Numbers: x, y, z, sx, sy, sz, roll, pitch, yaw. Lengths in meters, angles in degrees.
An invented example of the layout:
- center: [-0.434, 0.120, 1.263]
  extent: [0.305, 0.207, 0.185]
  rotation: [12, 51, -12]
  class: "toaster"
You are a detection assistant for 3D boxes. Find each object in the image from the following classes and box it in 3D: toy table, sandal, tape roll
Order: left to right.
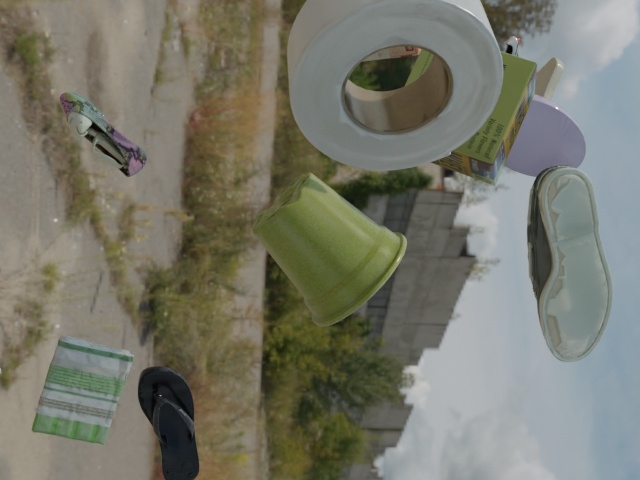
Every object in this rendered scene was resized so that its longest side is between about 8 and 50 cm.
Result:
- center: [-0.279, 0.355, 1.392]
  extent: [0.054, 0.097, 0.254]
  rotation: [-138, -147, -70]
  class: "sandal"
- center: [0.097, -0.228, 0.990]
  extent: [0.286, 0.286, 0.100]
  rotation: [92, -6, -48]
  class: "tape roll"
- center: [0.456, -0.270, 1.628]
  extent: [0.252, 0.274, 0.161]
  rotation: [-34, -145, 30]
  class: "toy table"

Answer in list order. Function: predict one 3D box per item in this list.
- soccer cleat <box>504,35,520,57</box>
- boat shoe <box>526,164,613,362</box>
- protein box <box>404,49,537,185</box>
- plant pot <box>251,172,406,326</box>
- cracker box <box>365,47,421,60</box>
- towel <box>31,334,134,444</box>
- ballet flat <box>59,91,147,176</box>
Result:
- center: [0.383, -0.365, 1.453]
  extent: [0.029, 0.035, 0.083]
  rotation: [34, -32, 48]
  class: "soccer cleat"
- center: [0.390, 0.035, 1.170]
  extent: [0.099, 0.116, 0.319]
  rotation: [-103, -176, -76]
  class: "boat shoe"
- center: [0.259, -0.238, 1.327]
  extent: [0.200, 0.201, 0.136]
  rotation: [-65, 161, -5]
  class: "protein box"
- center: [0.000, 0.000, 1.582]
  extent: [0.276, 0.254, 0.276]
  rotation: [-42, -167, 12]
  class: "plant pot"
- center: [0.132, -0.445, 1.553]
  extent: [0.156, 0.232, 0.067]
  rotation: [-50, 130, -37]
  class: "cracker box"
- center: [-0.357, 0.225, 1.095]
  extent: [0.023, 0.113, 0.152]
  rotation: [-145, -106, -72]
  class: "towel"
- center: [-0.465, -0.217, 1.526]
  extent: [0.077, 0.221, 0.079]
  rotation: [-31, -157, 46]
  class: "ballet flat"
